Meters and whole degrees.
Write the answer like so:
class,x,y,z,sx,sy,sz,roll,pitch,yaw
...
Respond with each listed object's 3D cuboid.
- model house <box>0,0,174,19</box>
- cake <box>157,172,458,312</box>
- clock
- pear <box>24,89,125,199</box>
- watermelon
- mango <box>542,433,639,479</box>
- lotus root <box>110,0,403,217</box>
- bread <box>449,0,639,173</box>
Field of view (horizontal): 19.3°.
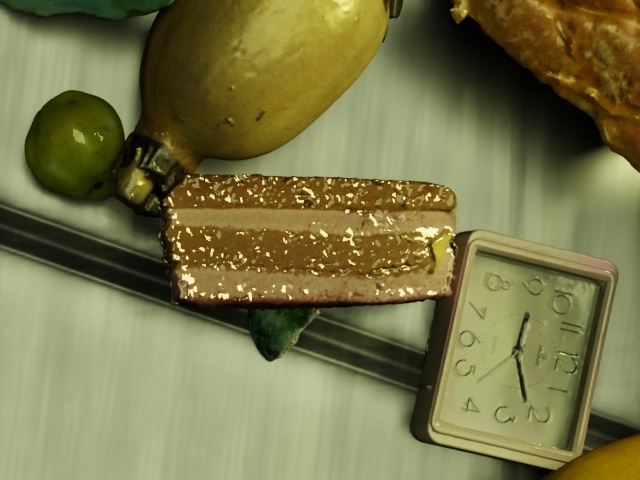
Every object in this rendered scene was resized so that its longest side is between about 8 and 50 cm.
class,x,y,z,sx,sy,sz,roll,pitch,yaw
model house,-0.200,-0.351,1.610,0.261,0.226,0.241,11,49,26
cake,0.000,0.000,1.589,0.295,0.113,0.115,0,86,-34
clock,0.173,0.099,1.692,0.150,0.063,0.197,14,84,-9
pear,-0.207,-0.080,1.628,0.092,0.092,0.097,-44,92,-10
watermelon,-0.028,0.069,1.676,0.061,0.085,0.085,-8,87,-40
mango,0.300,0.256,1.639,0.317,0.173,0.211,-28,123,-18
lotus root,-0.071,-0.151,1.610,0.183,0.183,0.310,41,87,-5
bread,0.292,-0.248,1.621,0.279,0.207,0.279,40,112,-2
